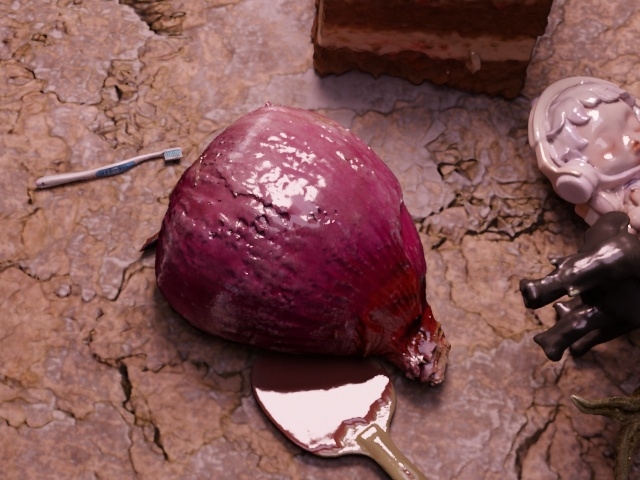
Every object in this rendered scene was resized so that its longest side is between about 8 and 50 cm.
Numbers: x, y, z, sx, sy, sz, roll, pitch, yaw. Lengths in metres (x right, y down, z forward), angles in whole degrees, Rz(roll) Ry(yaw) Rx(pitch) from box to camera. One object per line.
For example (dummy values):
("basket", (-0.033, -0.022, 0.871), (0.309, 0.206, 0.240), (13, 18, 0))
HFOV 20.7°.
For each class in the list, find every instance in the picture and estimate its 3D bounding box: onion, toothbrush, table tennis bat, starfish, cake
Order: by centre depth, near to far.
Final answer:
("starfish", (0.325, 0.160, 1.726), (0.050, 0.217, 0.223), (33, 106, 44))
("table tennis bat", (0.030, 0.177, 1.772), (0.131, 0.022, 0.234), (-37, 69, -22))
("onion", (0.000, 0.000, 1.780), (0.349, 0.159, 0.267), (30, 64, 16))
("toothbrush", (-0.228, -0.079, 1.896), (0.162, 0.014, 0.017), (-12, 44, -9))
("cake", (0.123, -0.336, 1.905), (0.256, 0.290, 0.282), (3, 65, 0))

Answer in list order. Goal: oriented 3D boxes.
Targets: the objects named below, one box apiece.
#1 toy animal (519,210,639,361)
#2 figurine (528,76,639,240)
("toy animal", (0.273, 0.044, 1.740), (0.146, 0.245, 0.114), (-29, 82, 22))
("figurine", (0.314, -0.088, 1.862), (0.162, 0.141, 0.236), (-23, 63, -29))
